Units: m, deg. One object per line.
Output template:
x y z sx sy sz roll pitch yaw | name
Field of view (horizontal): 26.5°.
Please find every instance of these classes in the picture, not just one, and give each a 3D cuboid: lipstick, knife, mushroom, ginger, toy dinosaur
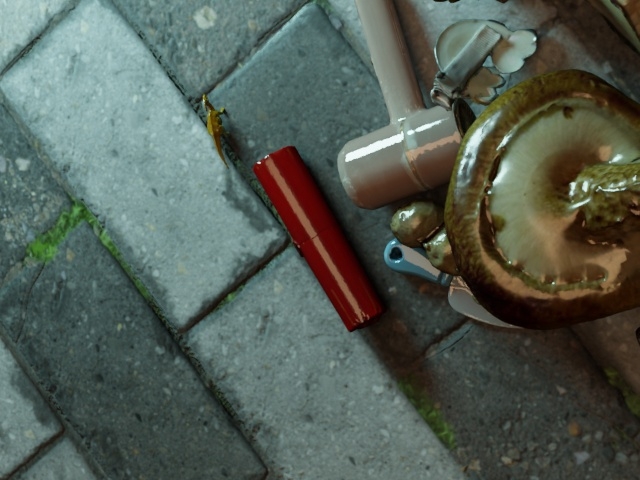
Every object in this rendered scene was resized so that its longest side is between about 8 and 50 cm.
0.000 0.000 1.931 0.073 0.073 0.279 -33 83 21 | lipstick
0.196 0.070 1.889 0.244 0.032 0.058 30 102 12 | knife
0.323 -0.057 1.682 0.346 0.259 0.345 -1 80 4 | mushroom
0.187 0.013 1.841 0.204 0.104 0.080 38 132 12 | ginger
-0.150 -0.160 1.990 0.026 0.041 0.113 -15 95 18 | toy dinosaur

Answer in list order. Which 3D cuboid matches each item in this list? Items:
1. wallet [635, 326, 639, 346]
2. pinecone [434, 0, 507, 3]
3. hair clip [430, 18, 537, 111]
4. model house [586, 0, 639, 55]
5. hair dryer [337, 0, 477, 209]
0.577 0.103 1.665 0.335 0.068 0.275 -36 113 22 | wallet
0.202 -0.416 1.753 0.169 0.186 0.212 -4 78 36 | pinecone
0.203 -0.241 1.793 0.116 0.172 0.049 36 151 8 | hair clip
0.408 -0.348 1.688 0.172 0.166 0.183 -42 54 8 | model house
0.090 -0.228 1.871 0.189 0.107 0.344 -20 79 24 | hair dryer
